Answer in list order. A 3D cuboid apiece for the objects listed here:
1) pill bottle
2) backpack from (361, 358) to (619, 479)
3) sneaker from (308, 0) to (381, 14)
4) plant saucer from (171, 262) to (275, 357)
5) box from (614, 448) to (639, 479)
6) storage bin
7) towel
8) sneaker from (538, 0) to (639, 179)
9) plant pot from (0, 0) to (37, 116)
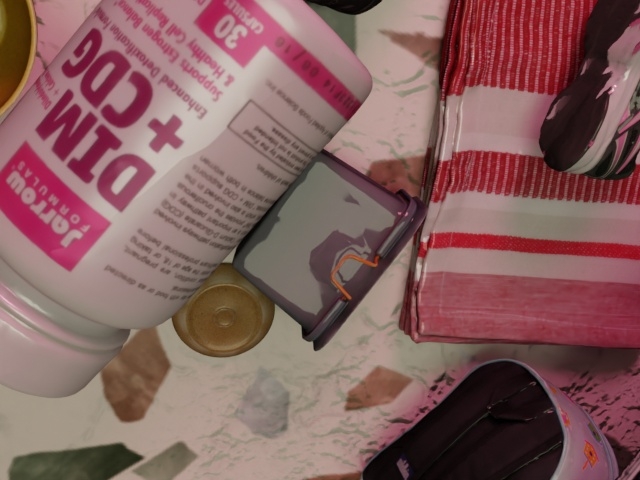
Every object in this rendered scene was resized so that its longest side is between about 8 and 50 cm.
[{"bbox_3d":[-0.115,-0.046,0.488,0.160,0.160,0.283,39,98,-20],"label":"pill bottle"},{"bbox_3d":[0.145,0.198,0.621,0.144,0.166,0.188,30,105,-21],"label":"backpack"},{"bbox_3d":[0.045,-0.275,0.479,0.146,0.102,0.293,32,80,-55],"label":"sneaker"},{"bbox_3d":[-0.077,0.059,0.611,0.083,0.015,0.083,-3,109,-10],"label":"plant saucer"},{"bbox_3d":[0.466,0.214,0.538,0.480,0.297,0.472,25,102,-43],"label":"box"},{"bbox_3d":[0.000,0.000,0.569,0.091,0.098,0.135,35,100,-9],"label":"storage bin"},{"bbox_3d":[0.200,-0.065,0.610,0.237,0.037,0.329,2,108,-12],"label":"towel"},{"bbox_3d":[0.230,-0.124,0.553,0.077,0.072,0.178,17,111,-30],"label":"sneaker"},{"bbox_3d":[-0.237,-0.136,0.469,0.134,0.095,0.134,-4,110,-10],"label":"plant pot"}]
